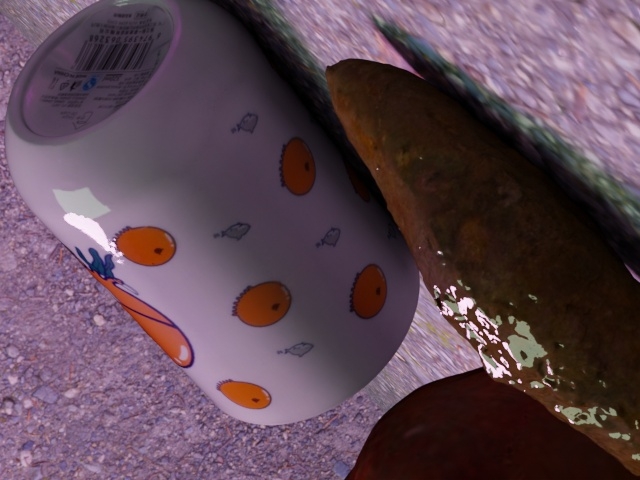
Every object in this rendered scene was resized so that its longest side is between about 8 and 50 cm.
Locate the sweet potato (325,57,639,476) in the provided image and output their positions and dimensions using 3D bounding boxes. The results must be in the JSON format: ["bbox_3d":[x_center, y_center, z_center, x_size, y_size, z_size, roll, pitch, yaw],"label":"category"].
[{"bbox_3d":[0.118,0.034,0.712,0.341,0.092,0.114,45,-170,-1],"label":"sweet potato"}]

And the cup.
[{"bbox_3d":[-0.083,-0.031,1.070,0.212,0.212,0.317,38,169,48],"label":"cup"}]

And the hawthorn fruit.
[{"bbox_3d":[0.137,0.227,0.952,0.308,0.308,0.325,44,165,3],"label":"hawthorn fruit"}]
